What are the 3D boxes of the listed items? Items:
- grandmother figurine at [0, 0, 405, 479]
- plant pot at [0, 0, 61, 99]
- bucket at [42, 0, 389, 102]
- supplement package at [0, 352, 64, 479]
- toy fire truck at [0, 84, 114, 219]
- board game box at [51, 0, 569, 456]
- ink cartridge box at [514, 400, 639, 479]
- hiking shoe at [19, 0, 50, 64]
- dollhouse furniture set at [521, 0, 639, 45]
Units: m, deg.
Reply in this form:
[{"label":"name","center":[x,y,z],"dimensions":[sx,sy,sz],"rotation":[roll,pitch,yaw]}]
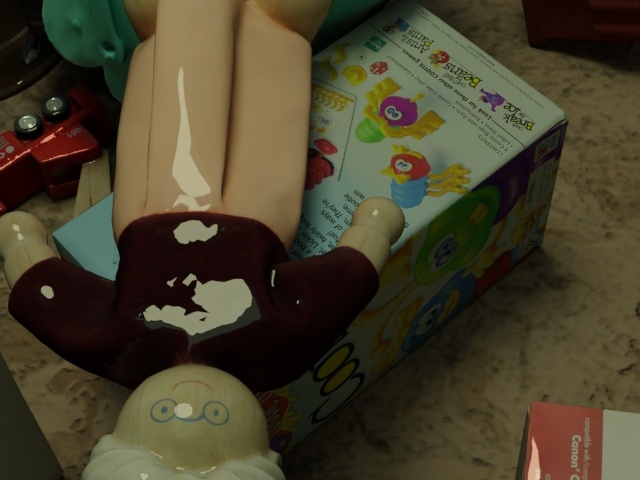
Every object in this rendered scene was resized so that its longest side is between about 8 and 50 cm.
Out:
[{"label":"grandmother figurine","center":[-0.063,0.004,0.589],"dimensions":[0.207,0.104,0.342],"rotation":[-8,53,8]},{"label":"plant pot","center":[-0.285,-0.214,0.890],"dimensions":[0.166,0.165,0.167],"rotation":[-1,56,2]},{"label":"bucket","center":[-0.056,-0.234,0.783],"dimensions":[0.281,0.183,0.281],"rotation":[16,60,-29]},{"label":"supplement package","center":[-0.322,0.092,0.656],"dimensions":[0.262,0.198,0.199],"rotation":[30,61,22]},{"label":"toy fire truck","center":[-0.164,-0.040,0.830],"dimensions":[0.192,0.047,0.135],"rotation":[-37,62,-20]},{"label":"board game box","center":[0.000,0.000,0.733],"dimensions":[0.275,0.142,0.144],"rotation":[-36,61,-20]},{"label":"ink cartridge box","center":[0.203,0.151,0.629],"dimensions":[0.198,0.115,0.067],"rotation":[6,55,8]},{"label":"hiking shoe","center":[-0.133,-0.193,0.917],"dimensions":[0.226,0.114,0.086],"rotation":[-11,31,-35]},{"label":"dollhouse furniture set","center":[0.122,-0.285,0.949],"dimensions":[0.374,0.152,0.201],"rotation":[11,55,32]}]
